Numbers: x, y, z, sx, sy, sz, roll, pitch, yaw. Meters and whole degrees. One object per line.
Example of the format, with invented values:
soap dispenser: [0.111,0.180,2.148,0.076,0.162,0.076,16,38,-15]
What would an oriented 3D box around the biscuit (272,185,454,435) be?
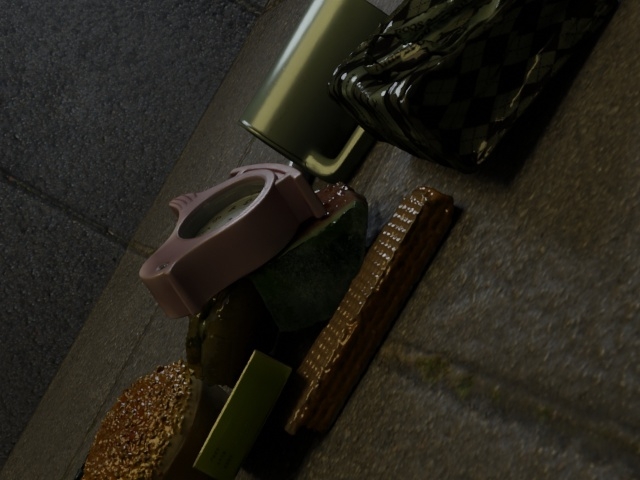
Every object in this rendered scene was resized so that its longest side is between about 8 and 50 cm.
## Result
biscuit: [0.062,0.095,1.308,0.378,0.054,0.094,-59,18,1]

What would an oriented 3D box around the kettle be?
kettle: [0.028,-0.284,1.820,0.318,0.265,0.205,-56,-11,4]

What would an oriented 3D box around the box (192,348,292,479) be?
box: [-0.107,0.244,1.390,0.175,0.062,0.260,-62,0,-7]

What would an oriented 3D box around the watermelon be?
watermelon: [0.000,0.000,1.484,0.193,0.139,0.256,-25,24,9]

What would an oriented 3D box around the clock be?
clock: [-0.166,-0.012,1.471,0.275,0.080,0.290,-40,23,-18]

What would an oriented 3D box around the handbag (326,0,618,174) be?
handbag: [0.198,-0.263,1.350,0.317,0.180,0.416,-46,18,1]

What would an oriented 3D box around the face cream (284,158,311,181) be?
face cream: [-0.068,-0.083,1.925,0.084,0.057,0.198,-30,33,51]

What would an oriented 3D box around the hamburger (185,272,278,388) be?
hamburger: [-0.121,0.074,1.577,0.309,0.132,0.211,-66,-10,-45]

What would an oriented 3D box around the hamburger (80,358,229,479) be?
hamburger: [-0.273,0.340,1.619,0.302,0.170,0.302,-49,22,27]

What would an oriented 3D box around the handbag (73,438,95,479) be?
handbag: [-0.399,0.486,1.769,0.057,0.144,0.221,-8,53,65]
